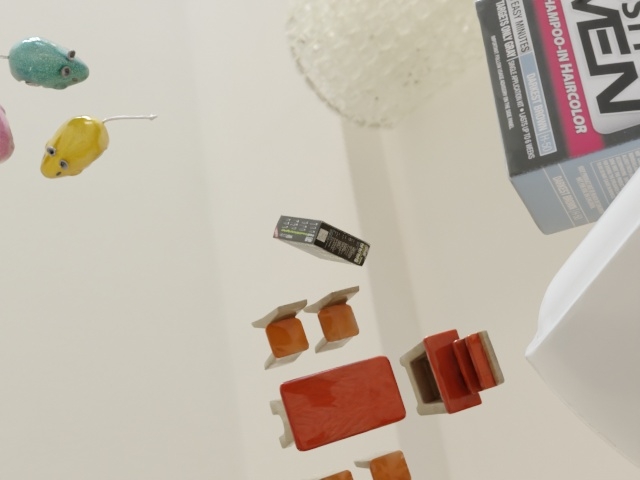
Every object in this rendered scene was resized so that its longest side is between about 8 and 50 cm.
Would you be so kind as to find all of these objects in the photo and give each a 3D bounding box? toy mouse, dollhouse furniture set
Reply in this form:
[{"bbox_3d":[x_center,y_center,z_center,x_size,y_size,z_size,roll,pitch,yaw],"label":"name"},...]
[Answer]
[{"bbox_3d":[-0.234,-0.110,0.730,0.161,0.031,0.143,-39,-84,-13],"label":"toy mouse"},{"bbox_3d":[0.074,0.180,1.124,0.259,0.135,0.262,-12,-103,-28],"label":"dollhouse furniture set"}]

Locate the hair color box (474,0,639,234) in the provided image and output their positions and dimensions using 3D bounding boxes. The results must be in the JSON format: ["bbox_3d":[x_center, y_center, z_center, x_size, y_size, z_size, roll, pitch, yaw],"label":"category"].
[{"bbox_3d":[0.323,-0.153,0.718,0.113,0.374,0.185,43,-144,-53],"label":"hair color box"}]

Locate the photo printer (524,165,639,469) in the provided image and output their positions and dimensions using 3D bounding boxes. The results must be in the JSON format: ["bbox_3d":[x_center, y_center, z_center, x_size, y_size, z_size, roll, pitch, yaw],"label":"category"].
[{"bbox_3d":[0.266,0.042,0.483,0.256,0.308,0.107,34,-134,8],"label":"photo printer"}]

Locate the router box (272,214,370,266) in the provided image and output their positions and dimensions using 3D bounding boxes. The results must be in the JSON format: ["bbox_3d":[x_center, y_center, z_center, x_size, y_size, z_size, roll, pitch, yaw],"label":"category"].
[{"bbox_3d":[0.000,0.000,1.353,0.092,0.122,0.038,24,-97,-31],"label":"router box"}]
